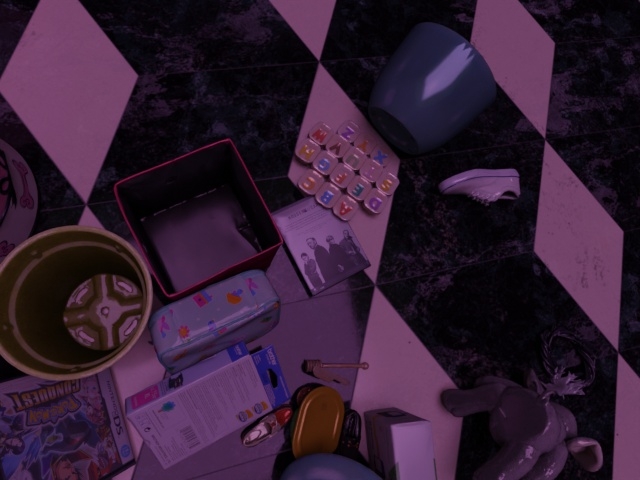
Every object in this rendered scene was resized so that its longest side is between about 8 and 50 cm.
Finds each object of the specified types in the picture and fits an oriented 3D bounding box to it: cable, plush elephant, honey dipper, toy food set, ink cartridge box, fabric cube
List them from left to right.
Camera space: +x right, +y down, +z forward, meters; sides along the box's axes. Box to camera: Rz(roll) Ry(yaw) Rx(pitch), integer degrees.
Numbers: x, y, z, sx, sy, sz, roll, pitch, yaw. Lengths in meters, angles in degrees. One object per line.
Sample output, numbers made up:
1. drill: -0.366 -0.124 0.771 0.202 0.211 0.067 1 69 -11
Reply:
1. fabric cube: -0.262 -0.024 1.003 0.259 0.258 0.254 -26 84 -17
2. ink cartridge box: -0.230 0.343 0.975 0.311 0.065 0.186 -23 121 -14
3. toy food set: -0.014 0.408 1.057 0.128 0.071 0.218 24 73 -31
4. honey dipper: 0.042 0.308 1.109 0.161 0.030 0.030 4 76 -16
5. ink cartridge box: 0.172 0.467 1.001 0.093 0.212 0.154 -2 78 -9
6. plush elephant: 0.502 0.449 1.078 0.330 0.272 0.255 -38 127 13
7. cable: 0.669 0.319 1.235 0.184 0.047 0.150 33 77 -5

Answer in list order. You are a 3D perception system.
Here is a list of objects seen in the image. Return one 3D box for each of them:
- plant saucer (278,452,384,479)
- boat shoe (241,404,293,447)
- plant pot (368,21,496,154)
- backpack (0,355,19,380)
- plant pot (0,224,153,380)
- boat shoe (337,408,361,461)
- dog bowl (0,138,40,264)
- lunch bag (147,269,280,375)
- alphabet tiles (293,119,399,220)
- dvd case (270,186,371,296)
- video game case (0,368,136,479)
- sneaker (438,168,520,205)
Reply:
1. plant saucer: 0.035 0.595 0.922 0.317 0.044 0.317 4 100 23
2. boat shoe: -0.120 0.427 1.036 0.137 0.043 0.049 -28 82 -18
3. plant pot: 0.270 -0.372 1.198 0.293 0.293 0.235 42 88 0
4. backpack: -0.687 0.316 0.841 0.213 0.276 0.263 -27 74 6
5. plant pot: -0.467 0.135 0.922 0.276 0.254 0.276 3 76 -11
6. boat shoe: 0.070 0.471 1.068 0.049 0.042 0.133 9 76 -12
7. dog bowl: -0.843 -0.090 0.951 0.408 0.150 0.408 3 77 -12
8. lunch bag: -0.227 0.184 0.982 0.279 0.224 0.108 -24 68 -17
9. alphabet tiles: 0.074 -0.198 1.222 0.284 0.021 0.278 36 65 -2
10. dvd case: 0.000 0.000 1.172 0.179 0.029 0.238 -26 82 -17
11. video game case: -0.496 0.366 0.865 0.035 0.275 0.248 -23 81 18
12. sneaker: 0.459 -0.146 1.272 0.258 0.094 0.091 -8 74 -15
